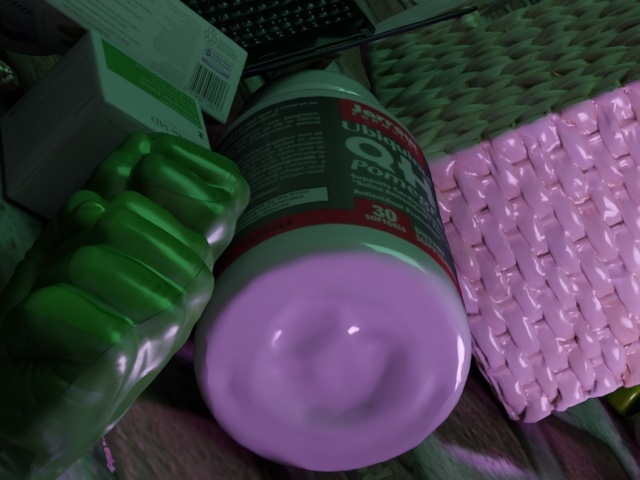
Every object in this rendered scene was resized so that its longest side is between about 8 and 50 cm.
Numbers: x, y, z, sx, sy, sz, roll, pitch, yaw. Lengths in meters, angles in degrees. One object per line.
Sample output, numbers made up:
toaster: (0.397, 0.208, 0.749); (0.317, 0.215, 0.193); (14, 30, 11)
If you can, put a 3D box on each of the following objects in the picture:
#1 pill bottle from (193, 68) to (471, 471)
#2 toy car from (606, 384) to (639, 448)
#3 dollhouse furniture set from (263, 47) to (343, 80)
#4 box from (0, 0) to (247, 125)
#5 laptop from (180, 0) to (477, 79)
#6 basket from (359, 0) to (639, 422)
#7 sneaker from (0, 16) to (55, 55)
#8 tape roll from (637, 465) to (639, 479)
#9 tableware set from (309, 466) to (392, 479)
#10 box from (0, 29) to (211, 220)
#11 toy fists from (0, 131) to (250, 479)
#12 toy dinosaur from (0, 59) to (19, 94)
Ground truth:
pill bottle: (0.000, 0.000, 1.018); (0.176, 0.176, 0.318); (38, 21, -22)
toy car: (0.427, 0.200, 1.575); (0.155, 0.149, 0.188); (48, 6, 34)
dollhouse furniture set: (0.009, -0.223, 1.475); (0.182, 0.161, 0.101); (50, 21, 11)
box: (-0.178, -0.174, 0.968); (0.324, 0.063, 0.067); (32, 67, -45)
laptop: (-0.047, -0.216, 1.234); (0.234, 0.136, 0.264); (-20, 62, -29)
basket: (0.244, -0.068, 1.304); (0.266, 0.328, 0.331); (-93, 158, -57)
sneaker: (-0.246, -0.261, 1.108); (0.152, 0.114, 0.305); (10, 42, -59)
tape roll: (0.434, 0.231, 1.305); (0.100, 0.286, 0.286); (26, 28, -44)
tableware set: (0.031, 0.197, 0.945); (0.104, 0.024, 0.154); (55, 20, 12)
box: (-0.143, -0.063, 0.963); (0.101, 0.102, 0.087); (33, 26, -36)
toy fists: (-0.116, 0.019, 0.806); (0.096, 0.142, 0.279); (43, 20, -10)
toy dinosaur: (-0.296, -0.180, 0.950); (0.118, 0.064, 0.268); (21, 28, -56)
